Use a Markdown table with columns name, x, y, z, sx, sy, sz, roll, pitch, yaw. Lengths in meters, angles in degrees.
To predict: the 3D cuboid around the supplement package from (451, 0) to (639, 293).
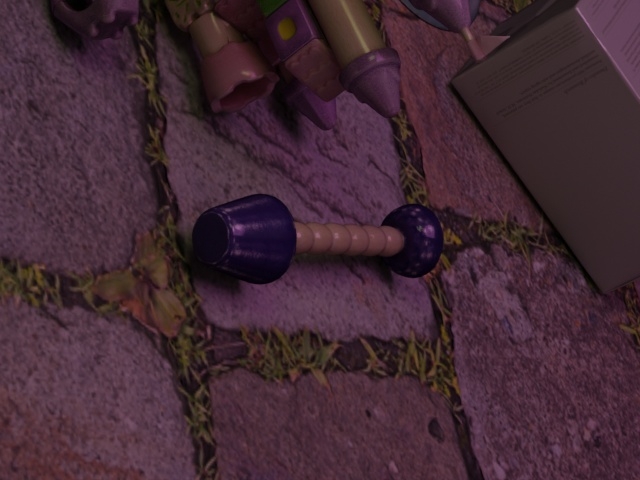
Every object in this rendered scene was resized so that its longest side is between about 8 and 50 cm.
| name | x | y | z | sx | sy | sz | roll | pitch | yaw |
| --- | --- | --- | --- | --- | --- | --- | --- | --- | --- |
| supplement package | 0.313 | -0.126 | 1.852 | 0.293 | 0.175 | 0.177 | 53 | 37 | -10 |

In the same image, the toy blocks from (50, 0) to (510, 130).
| name | x | y | z | sx | sy | sz | roll | pitch | yaw |
| --- | --- | --- | --- | --- | --- | --- | --- | --- | --- |
| toy blocks | -0.015 | -0.201 | 1.432 | 0.309 | 0.288 | 0.260 | -4 | 65 | -53 |

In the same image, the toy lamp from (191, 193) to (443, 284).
| name | x | y | z | sx | sy | sz | roll | pitch | yaw |
| --- | --- | --- | --- | --- | --- | --- | --- | --- | --- |
| toy lamp | 0.000 | 0.000 | 1.495 | 0.274 | 0.080 | 0.080 | 1 | 67 | -48 |

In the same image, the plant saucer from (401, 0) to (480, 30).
| name | x | y | z | sx | sy | sz | roll | pitch | yaw |
| --- | --- | --- | --- | --- | --- | --- | --- | --- | --- |
| plant saucer | 0.123 | -0.323 | 1.875 | 0.195 | 0.037 | 0.195 | 27 | 49 | -36 |
